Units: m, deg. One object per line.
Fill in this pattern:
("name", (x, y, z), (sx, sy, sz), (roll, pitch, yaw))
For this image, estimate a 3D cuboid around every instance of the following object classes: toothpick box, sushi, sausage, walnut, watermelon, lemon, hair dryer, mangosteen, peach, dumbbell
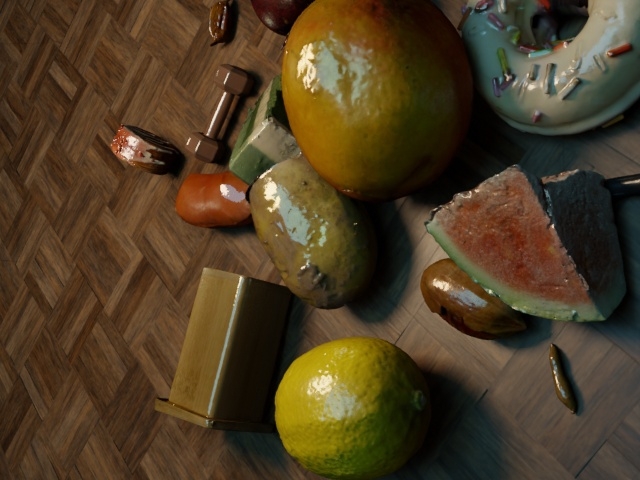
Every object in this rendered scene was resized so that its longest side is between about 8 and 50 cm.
("toothpick box", (-0.186, 0.225, 1.703), (0.190, 0.187, 0.308), (8, 83, 44))
("sushi", (-0.239, -0.527, 1.986), (0.052, 0.055, 0.120), (1, 88, -3))
("sausage", (-0.220, -0.089, 1.832), (0.258, 0.133, 0.133), (0, 81, 39))
("walnut", (0.255, 0.100, 1.376), (0.207, 0.116, 0.116), (26, 99, 34))
("watermelon", (0.321, -0.010, 1.263), (0.310, 0.193, 0.232), (39, 122, 47))
("lemon", (0.050, 0.291, 1.426), (0.320, 0.245, 0.245), (-18, 69, 42))
("hair dryer", (0.498, -0.103, 1.233), (0.248, 0.070, 0.114), (-8, 76, 50))
("mangosteen", (-0.038, -0.515, 1.709), (0.216, 0.216, 0.216), (-10, 74, 41))
("peach", (0.090, -0.242, 1.406), (0.372, 0.290, 0.373), (4, 103, 15))
("dumbbell", (-0.234, -0.294, 1.914), (0.092, 0.082, 0.231), (35, 105, 40))

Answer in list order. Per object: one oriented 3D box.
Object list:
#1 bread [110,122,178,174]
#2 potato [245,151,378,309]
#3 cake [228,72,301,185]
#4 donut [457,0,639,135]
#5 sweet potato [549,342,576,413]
("bread", (-0.432, -0.224, 2.030), (0.160, 0.160, 0.073), (42, 107, 39))
("potato", (0.000, 0.000, 1.567), (0.229, 0.229, 0.266), (-41, 61, 29))
("cake", (-0.122, -0.247, 1.747), (0.158, 0.172, 0.284), (-40, 55, 27))
("donut", (0.388, -0.359, 1.324), (0.382, 0.142, 0.383), (-11, 73, 40))
("sweet potato", (0.375, 0.216, 1.292), (0.026, 0.026, 0.115), (-28, 65, 35))
